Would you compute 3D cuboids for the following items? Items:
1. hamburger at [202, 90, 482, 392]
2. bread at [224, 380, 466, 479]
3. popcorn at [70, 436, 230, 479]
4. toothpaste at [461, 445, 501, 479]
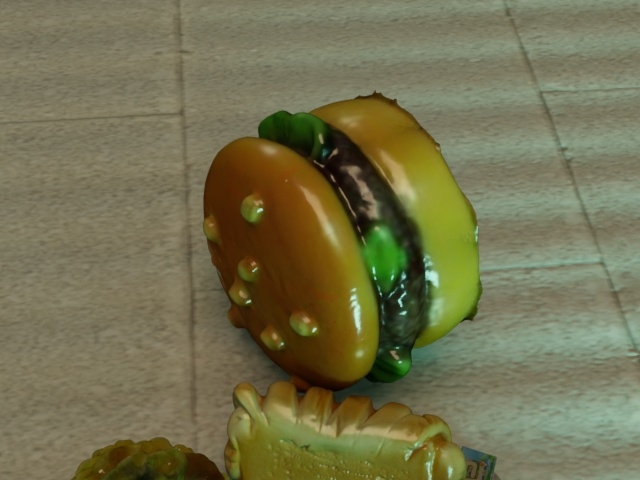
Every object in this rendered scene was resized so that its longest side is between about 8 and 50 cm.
[{"bbox_3d":[0.000,0.000,1.263,0.277,0.395,0.396,-24,57,-26],"label":"hamburger"},{"bbox_3d":[0.032,0.278,1.185,0.311,0.173,0.121,11,17,8],"label":"bread"},{"bbox_3d":[-0.207,0.342,1.121,0.218,0.169,0.189,3,56,-22],"label":"popcorn"},{"bbox_3d":[0.193,0.369,1.194,0.070,0.044,0.193,16,53,11],"label":"toothpaste"}]
